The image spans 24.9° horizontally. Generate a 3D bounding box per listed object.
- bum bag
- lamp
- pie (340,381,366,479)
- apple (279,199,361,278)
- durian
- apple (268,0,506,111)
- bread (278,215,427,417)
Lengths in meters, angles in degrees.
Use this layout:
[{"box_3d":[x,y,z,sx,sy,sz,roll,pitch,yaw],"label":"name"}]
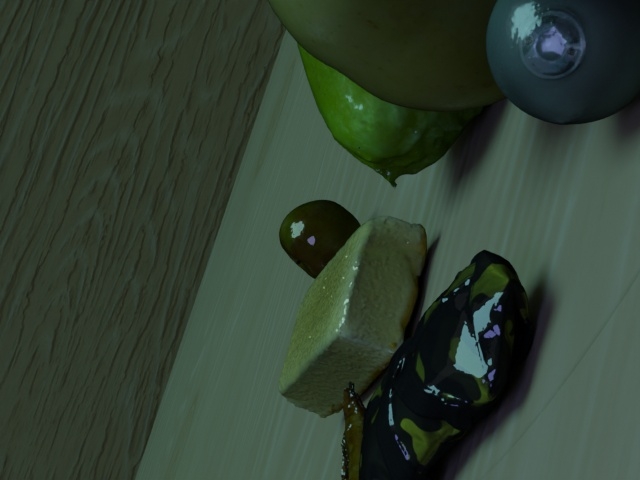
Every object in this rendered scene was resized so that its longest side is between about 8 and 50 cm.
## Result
[{"box_3d":[0.076,0.101,0.961,0.232,0.060,0.106,118,160,-46],"label":"bum bag"},{"box_3d":[0.151,-0.121,0.867,0.105,0.105,0.105,-159,90,-81],"label":"lamp"},{"box_3d":[0.031,0.190,1.114,0.191,0.033,0.088,-93,10,-65],"label":"pie"},{"box_3d":[0.000,0.000,1.523,0.074,0.089,0.089,-54,3,-22],"label":"apple"},{"box_3d":[0.075,-0.225,1.253,0.339,0.204,0.256,-69,21,6],"label":"durian"},{"box_3d":[0.089,-0.217,0.996,0.262,0.262,0.262,-159,90,-81],"label":"apple"},{"box_3d":[0.029,0.070,1.275,0.188,0.068,0.125,128,161,-59],"label":"bread"}]
